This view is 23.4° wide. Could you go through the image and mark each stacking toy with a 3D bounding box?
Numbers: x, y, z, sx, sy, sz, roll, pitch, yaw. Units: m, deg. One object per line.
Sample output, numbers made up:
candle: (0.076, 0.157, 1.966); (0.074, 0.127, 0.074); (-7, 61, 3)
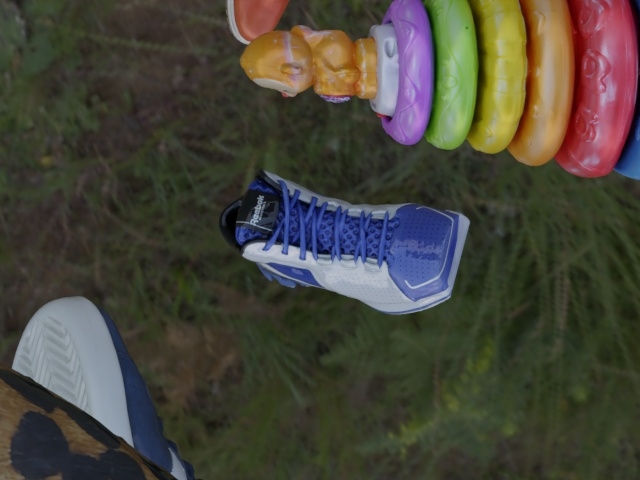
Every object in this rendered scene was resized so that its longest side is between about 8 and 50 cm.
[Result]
stacking toy: (0.093, -0.124, 1.101); (0.302, 0.175, 0.165); (-2, 105, -9)

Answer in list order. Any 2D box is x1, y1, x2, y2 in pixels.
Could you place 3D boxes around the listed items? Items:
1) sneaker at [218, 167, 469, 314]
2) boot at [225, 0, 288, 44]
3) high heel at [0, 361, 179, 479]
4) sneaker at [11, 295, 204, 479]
sneaker: (-0.001, 0.000, 1.818); (0.182, 0.316, 0.127); (25, 75, -52)
boot: (-0.037, -0.250, 1.446); (0.059, 0.084, 0.158); (8, 113, -35)
high heel: (-0.125, 0.020, 0.328); (0.093, 0.261, 0.186); (-49, 161, 13)
sneaker: (-0.097, 0.201, 1.026); (0.148, 0.350, 0.131); (-11, 171, -41)
